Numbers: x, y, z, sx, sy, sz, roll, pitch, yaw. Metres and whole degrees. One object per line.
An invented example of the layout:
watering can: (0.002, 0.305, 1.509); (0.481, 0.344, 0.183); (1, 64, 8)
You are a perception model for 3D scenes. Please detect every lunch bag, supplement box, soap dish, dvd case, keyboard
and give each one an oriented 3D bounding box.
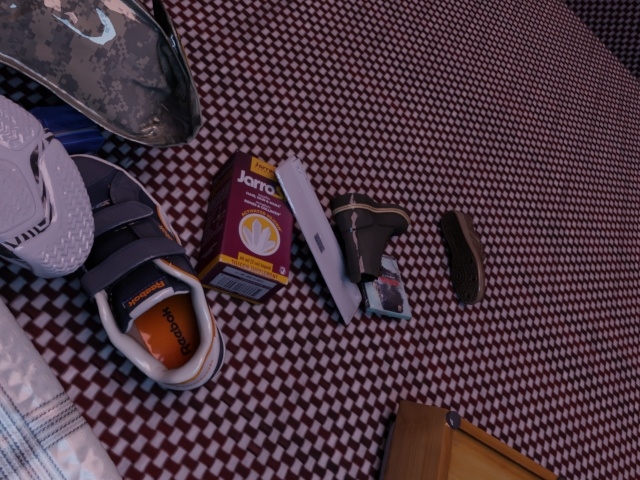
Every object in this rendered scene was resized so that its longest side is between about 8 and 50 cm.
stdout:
lunch bag: (-0.322, -0.125, 0.813); (0.098, 0.067, 0.065); (-23, 80, -45)
supplement box: (-0.101, -0.019, 0.909); (0.104, 0.081, 0.188); (22, 52, -26)
lunch bag: (-0.270, -0.250, 0.810); (0.287, 0.169, 0.235); (33, 11, -31)
soap dish: (0.216, 0.378, 0.887); (0.291, 0.118, 0.229); (33, 49, -16)
dvd case: (0.098, 0.068, 1.043); (0.087, 0.013, 0.119); (16, 44, -30)
keyboard: (0.000, 0.000, 0.955); (0.256, 0.014, 0.072); (65, 33, -16)

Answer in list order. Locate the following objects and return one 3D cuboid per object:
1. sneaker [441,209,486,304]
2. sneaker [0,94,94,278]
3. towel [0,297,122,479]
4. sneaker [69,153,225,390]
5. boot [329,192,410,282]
sneaker: (0.278, 0.029, 1.183); (0.071, 0.066, 0.188); (12, 58, -34)
sneaker: (-0.408, -0.083, 0.643); (0.366, 0.210, 0.137); (47, 44, -27)
towel: (-0.351, 0.217, 0.544); (0.312, 0.056, 0.324); (-35, 102, -44)
sneaker: (-0.214, 0.027, 0.740); (0.126, 0.127, 0.321); (-36, 88, -8)
boot: (0.088, 0.010, 1.040); (0.198, 0.077, 0.137); (9, 66, -49)
